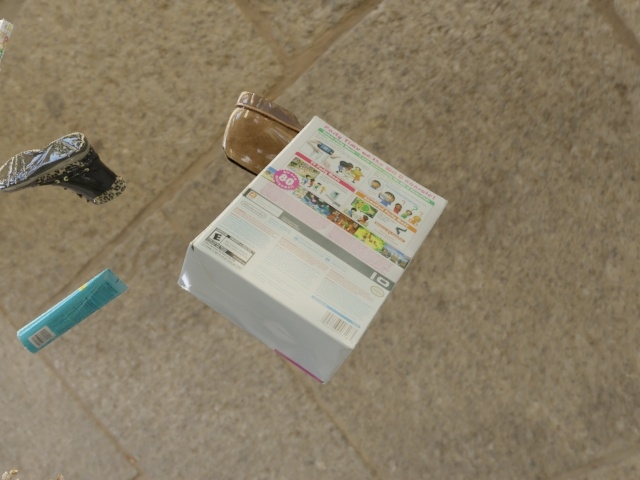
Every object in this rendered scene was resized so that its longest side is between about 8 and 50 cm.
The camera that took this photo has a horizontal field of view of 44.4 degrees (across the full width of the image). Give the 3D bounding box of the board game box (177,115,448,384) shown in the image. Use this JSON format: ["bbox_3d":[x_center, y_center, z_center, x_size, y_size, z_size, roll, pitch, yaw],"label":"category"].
[{"bbox_3d":[0.000,0.000,1.004,0.224,0.303,0.098,34,139,6],"label":"board game box"}]

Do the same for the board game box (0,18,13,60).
[{"bbox_3d":[-0.732,-0.403,1.718,0.103,0.026,0.154,-1,70,41],"label":"board game box"}]

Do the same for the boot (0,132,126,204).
[{"bbox_3d":[-0.556,-0.125,1.685,0.236,0.085,0.179,-21,146,13],"label":"boot"}]

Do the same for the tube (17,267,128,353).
[{"bbox_3d":[-0.459,0.130,1.451,0.207,0.080,0.052,-35,62,-5],"label":"tube"}]

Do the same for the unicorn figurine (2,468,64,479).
[{"bbox_3d":[-0.417,0.403,1.156,0.161,0.060,0.111,11,94,6],"label":"unicorn figurine"}]

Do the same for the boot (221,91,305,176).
[{"bbox_3d":[-0.015,-0.121,1.271,0.305,0.112,0.115,24,81,-7],"label":"boot"}]
